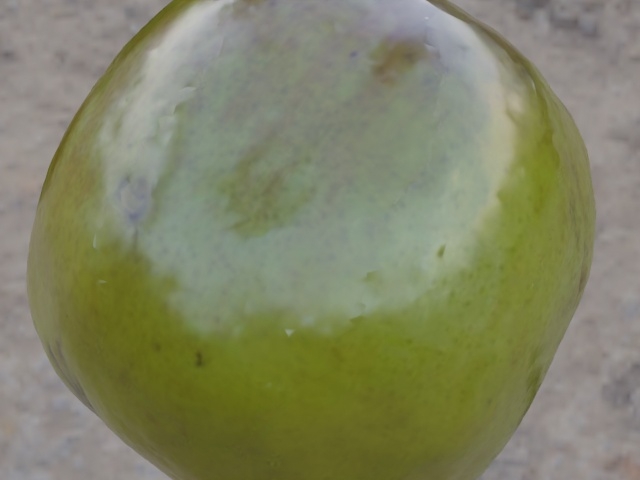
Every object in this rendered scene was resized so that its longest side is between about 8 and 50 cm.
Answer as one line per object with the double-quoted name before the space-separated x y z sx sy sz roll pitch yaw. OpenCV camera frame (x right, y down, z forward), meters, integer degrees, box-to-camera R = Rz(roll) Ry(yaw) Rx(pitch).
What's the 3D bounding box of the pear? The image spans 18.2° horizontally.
"pear" 0.000 0.000 0.698 0.200 0.200 0.200 0 44 0
